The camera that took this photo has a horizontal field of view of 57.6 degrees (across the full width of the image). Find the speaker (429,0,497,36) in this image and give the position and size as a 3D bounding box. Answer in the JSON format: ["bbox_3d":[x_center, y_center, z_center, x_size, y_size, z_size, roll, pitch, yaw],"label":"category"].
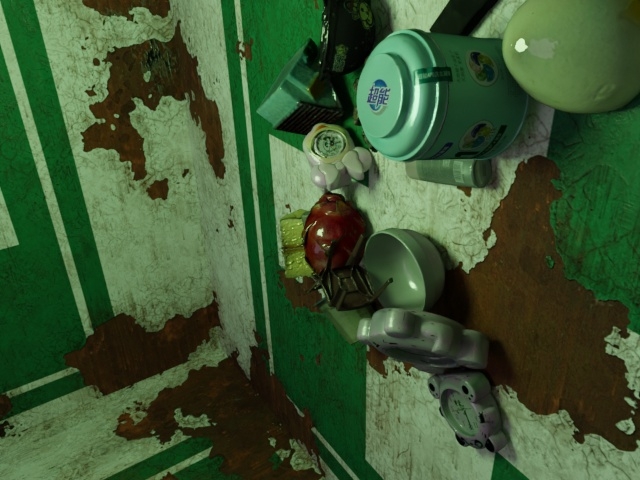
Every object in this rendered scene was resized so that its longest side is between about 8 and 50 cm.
[{"bbox_3d":[0.341,-0.538,1.359,0.082,0.044,0.218,63,152,13],"label":"speaker"}]

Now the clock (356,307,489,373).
[{"bbox_3d":[0.290,0.291,1.693,0.295,0.322,0.113,-35,38,62],"label":"clock"}]

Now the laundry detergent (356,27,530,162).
[{"bbox_3d":[0.256,-0.322,1.316,0.287,0.305,0.287,19,112,60],"label":"laundry detergent"}]

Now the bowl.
[{"bbox_3d":[0.273,0.089,1.772,0.287,0.144,0.287,38,138,45],"label":"bowl"}]

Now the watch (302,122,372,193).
[{"bbox_3d":[0.047,-0.252,1.954,0.217,0.211,0.248,89,159,-66],"label":"watch"}]

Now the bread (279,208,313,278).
[{"bbox_3d":[-0.063,0.014,2.360,0.178,0.142,0.266,2,114,17],"label":"bread"}]

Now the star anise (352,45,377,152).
[{"bbox_3d":[0.186,-0.390,1.627,0.332,0.118,0.331,11,104,50],"label":"star anise"}]

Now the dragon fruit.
[{"bbox_3d":[0.048,-0.002,2.015,0.250,0.250,0.315,-2,65,61],"label":"dragon fruit"}]

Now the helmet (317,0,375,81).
[{"bbox_3d":[0.075,-0.581,1.670,0.279,0.160,0.230,95,178,-58],"label":"helmet"}]

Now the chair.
[{"bbox_3d":[0.074,0.144,1.828,0.326,0.176,0.183,110,146,-55],"label":"chair"}]

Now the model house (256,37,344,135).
[{"bbox_3d":[-0.028,-0.475,1.938,0.249,0.230,0.280,33,162,-18],"label":"model house"}]

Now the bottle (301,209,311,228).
[{"bbox_3d":[0.000,0.000,2.240,0.110,0.110,0.233,12,117,58],"label":"bottle"}]

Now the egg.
[{"bbox_3d":[0.471,-0.356,1.109,0.286,0.174,0.264,44,146,35],"label":"egg"}]

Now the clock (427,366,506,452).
[{"bbox_3d":[0.454,0.518,1.785,0.227,0.090,0.248,-22,89,62],"label":"clock"}]

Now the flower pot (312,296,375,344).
[{"bbox_3d":[0.114,0.256,2.140,0.202,0.212,0.212,51,150,5],"label":"flower pot"}]

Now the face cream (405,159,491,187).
[{"bbox_3d":[0.331,-0.202,1.559,0.269,0.073,0.107,21,119,55],"label":"face cream"}]
